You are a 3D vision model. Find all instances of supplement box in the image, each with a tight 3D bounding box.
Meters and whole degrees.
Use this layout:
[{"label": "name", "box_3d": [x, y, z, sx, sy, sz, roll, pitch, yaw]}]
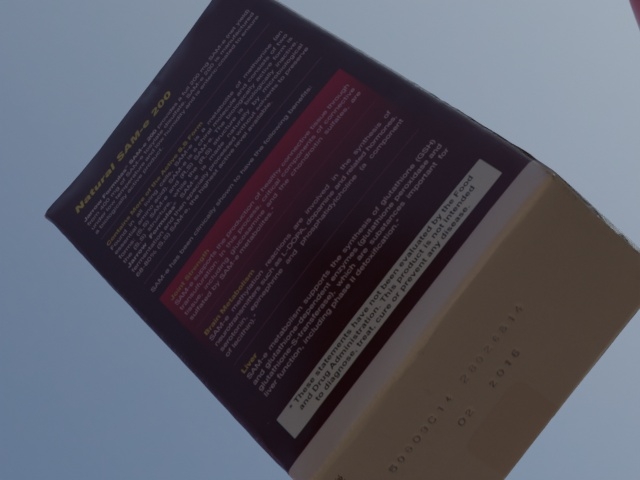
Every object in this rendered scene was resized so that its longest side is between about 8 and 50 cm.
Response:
[{"label": "supplement box", "box_3d": [0.000, 0.000, 0.668, 0.073, 0.239, 0.130, 37, -88, -37]}]

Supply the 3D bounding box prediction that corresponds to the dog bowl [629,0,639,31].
[{"label": "dog bowl", "box_3d": [0.191, -0.264, 0.898, 0.150, 0.408, 0.408, -17, -67, 10]}]
